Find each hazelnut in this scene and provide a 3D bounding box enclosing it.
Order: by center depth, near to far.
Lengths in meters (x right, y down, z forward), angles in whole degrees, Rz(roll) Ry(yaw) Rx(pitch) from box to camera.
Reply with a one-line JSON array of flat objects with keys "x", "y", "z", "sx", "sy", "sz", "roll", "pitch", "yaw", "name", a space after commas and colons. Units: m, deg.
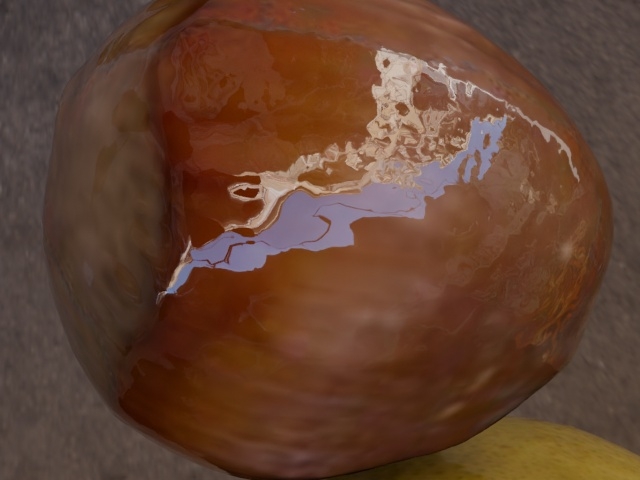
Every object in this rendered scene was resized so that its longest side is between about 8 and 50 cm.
[{"x": 0.000, "y": 0.000, "z": 0.612, "sx": 0.214, "sy": 0.214, "sz": 0.176, "roll": 24, "pitch": 71, "yaw": -17, "name": "hazelnut"}]

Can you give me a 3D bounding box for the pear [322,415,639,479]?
[{"x": 0.064, "y": 0.217, "z": 0.710, "sx": 0.314, "sy": 0.314, "sz": 0.314, "roll": -3, "pitch": 111, "yaw": -9, "name": "pear"}]
